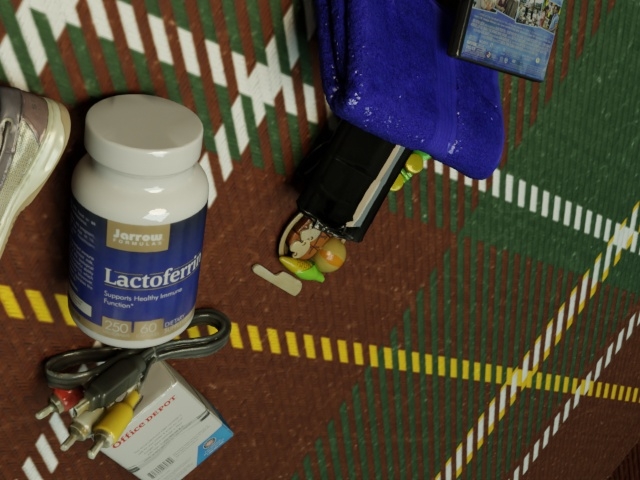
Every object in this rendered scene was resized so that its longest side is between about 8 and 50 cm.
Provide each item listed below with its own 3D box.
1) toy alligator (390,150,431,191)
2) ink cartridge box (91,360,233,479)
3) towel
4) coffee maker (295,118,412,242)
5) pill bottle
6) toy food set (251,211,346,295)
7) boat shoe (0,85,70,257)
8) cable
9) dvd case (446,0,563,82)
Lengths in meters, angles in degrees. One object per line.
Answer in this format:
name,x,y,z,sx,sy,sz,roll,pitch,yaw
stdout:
toy alligator,0.084,-0.088,1.376,0.189,0.056,0.051,-41,101,-10
ink cartridge box,-0.231,0.262,1.385,0.139,0.082,0.191,-39,140,-6
towel,0.120,-0.215,1.173,0.076,0.228,0.308,-21,156,38
coffee maker,0.057,-0.094,1.254,0.120,0.171,0.178,25,100,-19
pill bottle,-0.207,-0.021,1.101,0.153,0.153,0.265,-14,132,-32
toy food set,0.000,0.000,1.390,0.192,0.038,0.132,-50,141,7
boat shoe,-0.366,-0.033,0.998,0.092,0.103,0.285,27,100,-45
cable,-0.249,0.168,1.287,0.287,0.139,0.072,-34,147,-45
dvd case,0.246,-0.334,1.196,0.180,0.022,0.253,5,101,-42
